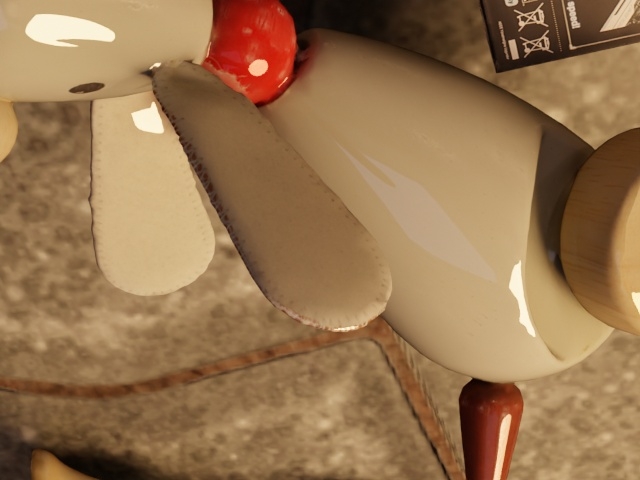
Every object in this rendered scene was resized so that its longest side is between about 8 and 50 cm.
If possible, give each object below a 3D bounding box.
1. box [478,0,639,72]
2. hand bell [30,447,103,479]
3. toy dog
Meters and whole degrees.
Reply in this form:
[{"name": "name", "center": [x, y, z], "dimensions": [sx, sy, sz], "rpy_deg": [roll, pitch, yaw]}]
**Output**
[{"name": "box", "center": [0.142, -0.221, 0.415], "dimensions": [0.242, 0.076, 0.307], "rpy_deg": [-11, 128, 12]}, {"name": "hand bell", "center": [-0.039, 0.171, 0.746], "dimensions": [0.242, 0.126, 0.126], "rpy_deg": [-4, 130, -9]}, {"name": "toy dog", "center": [0.000, 0.000, 0.492], "dimensions": [0.334, 0.220, 0.161], "rpy_deg": [17, 85, -10]}]
